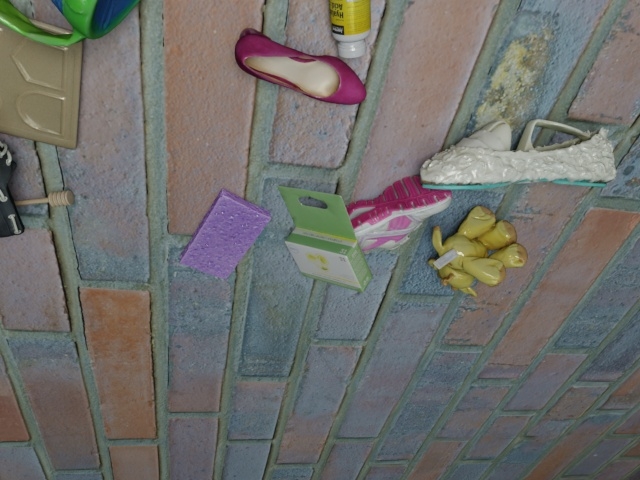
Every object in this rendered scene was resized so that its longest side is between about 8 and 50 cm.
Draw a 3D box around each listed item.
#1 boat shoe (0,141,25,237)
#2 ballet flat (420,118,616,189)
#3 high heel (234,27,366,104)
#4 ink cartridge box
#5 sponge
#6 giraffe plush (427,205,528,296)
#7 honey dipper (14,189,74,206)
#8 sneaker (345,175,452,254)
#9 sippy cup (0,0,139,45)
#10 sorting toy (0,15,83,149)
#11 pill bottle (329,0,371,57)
[{"bbox_3d":[-0.573,-0.126,0.824,0.091,0.114,0.303,-11,141,-33],"label":"boat shoe"},{"bbox_3d":[0.383,-0.170,0.946,0.408,0.147,0.147,-2,131,-11],"label":"ballet flat"},{"bbox_3d":[-0.023,-0.268,0.787,0.244,0.117,0.082,24,123,-25],"label":"high heel"},{"bbox_3d":[0.000,0.000,1.004,0.171,0.056,0.235,13,145,36],"label":"ink cartridge box"},{"bbox_3d":[-0.208,-0.007,1.043,0.117,0.031,0.210,24,123,-26],"label":"sponge"},{"bbox_3d":[0.336,0.049,1.101,0.210,0.182,0.170,-17,153,-7],"label":"giraffe plush"},{"bbox_3d":[-0.564,-0.076,0.935,0.160,0.030,0.031,-5,131,0],"label":"honey dipper"},{"bbox_3d":[0.160,-0.048,1.024,0.252,0.103,0.111,-19,132,19],"label":"sneaker"},{"bbox_3d":[-0.308,-0.408,0.571,0.224,0.240,0.306,36,79,-20],"label":"sippy cup"},{"bbox_3d":[-0.545,-0.275,0.763,0.307,0.041,0.229,12,132,-18],"label":"sorting toy"},{"bbox_3d":[0.047,-0.354,0.758,0.065,0.065,0.116,-9,131,-1],"label":"pill bottle"}]
